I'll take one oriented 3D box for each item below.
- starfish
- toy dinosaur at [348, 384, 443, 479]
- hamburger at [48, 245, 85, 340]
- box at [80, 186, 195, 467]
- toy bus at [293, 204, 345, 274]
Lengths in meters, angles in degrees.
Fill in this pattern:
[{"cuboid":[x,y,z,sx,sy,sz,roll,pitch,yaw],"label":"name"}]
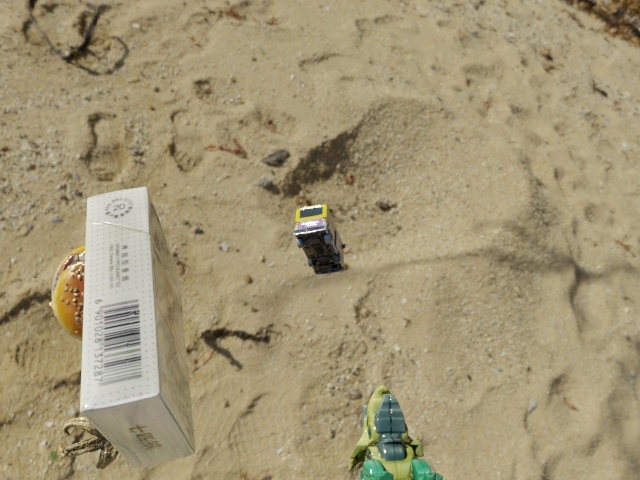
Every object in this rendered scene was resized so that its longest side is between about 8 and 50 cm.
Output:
[{"cuboid":[-0.456,0.437,1.215,0.210,0.150,0.053,22,4,-23],"label":"starfish"},{"cuboid":[0.079,0.319,0.669,0.094,0.259,0.153,3,5,-7],"label":"toy dinosaur"},{"cuboid":[-0.486,0.119,1.242,0.237,0.147,0.236,4,81,-28],"label":"hamburger"},{"cuboid":[-0.252,0.115,0.776,0.095,0.210,0.330,-12,52,-8],"label":"box"},{"cuboid":[0.000,0.000,0.783,0.052,0.102,0.058,-9,52,14],"label":"toy bus"}]
